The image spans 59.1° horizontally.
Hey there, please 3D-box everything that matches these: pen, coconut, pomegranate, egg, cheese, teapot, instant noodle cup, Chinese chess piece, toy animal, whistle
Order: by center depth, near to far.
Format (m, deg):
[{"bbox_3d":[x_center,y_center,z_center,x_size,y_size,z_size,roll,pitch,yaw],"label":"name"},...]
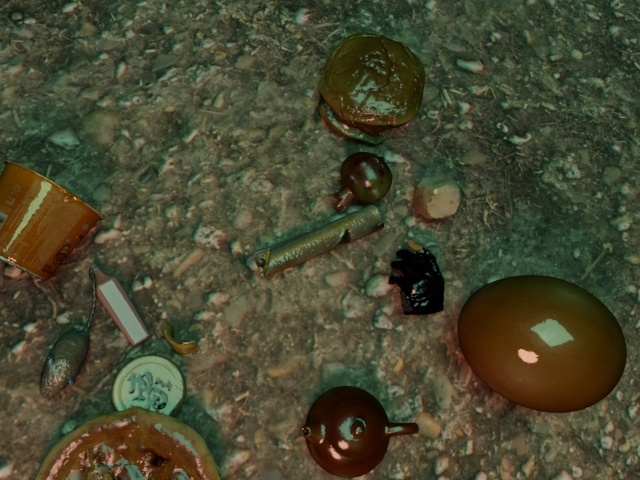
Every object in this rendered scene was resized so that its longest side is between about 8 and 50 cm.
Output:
[{"bbox_3d":[-0.480,0.185,1.114,0.070,0.079,0.253,27,66,-25],"label":"toy animal"},{"bbox_3d":[-0.338,0.297,1.115,0.144,0.058,0.144,4,69,-12],"label":"Chinese chess piece"},{"bbox_3d":[-0.570,-0.032,1.117,0.215,0.216,0.172,29,75,-1],"label":"instant noodle cup"},{"bbox_3d":[0.081,0.383,1.137,0.252,0.135,0.178,2,73,-11],"label":"teapot"},{"bbox_3d":[-0.295,0.204,1.163,0.084,0.060,0.041,40,67,12],"label":"cheese"},{"bbox_3d":[-0.424,0.129,1.175,0.053,0.032,0.197,-32,82,-21],"label":"pen"},{"bbox_3d":[0.468,0.215,1.207,0.351,0.283,0.283,21,66,2],"label":"egg"},{"bbox_3d":[0.000,0.000,1.306,0.326,0.057,0.068,-22,73,-19],"label":"whistle"},{"bbox_3d":[0.091,-0.145,1.356,0.159,0.129,0.129,-20,73,13],"label":"pomegranate"},{"bbox_3d":[0.296,-0.104,1.384,0.124,0.110,0.110,-7,71,-11],"label":"coconut"}]

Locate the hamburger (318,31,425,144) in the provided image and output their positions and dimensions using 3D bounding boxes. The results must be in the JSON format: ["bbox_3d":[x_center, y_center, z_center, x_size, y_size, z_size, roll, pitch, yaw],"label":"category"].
[{"bbox_3d":[0.135,-0.396,1.446,0.265,0.134,0.285,13,65,-10],"label":"hamburger"}]

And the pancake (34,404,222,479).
[{"bbox_3d":[-0.351,0.476,1.028,0.356,0.065,0.356,1,78,-6],"label":"pancake"}]

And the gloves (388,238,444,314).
[{"bbox_3d":[0.227,0.077,1.301,0.129,0.106,0.181,-5,74,-12],"label":"gloves"}]
